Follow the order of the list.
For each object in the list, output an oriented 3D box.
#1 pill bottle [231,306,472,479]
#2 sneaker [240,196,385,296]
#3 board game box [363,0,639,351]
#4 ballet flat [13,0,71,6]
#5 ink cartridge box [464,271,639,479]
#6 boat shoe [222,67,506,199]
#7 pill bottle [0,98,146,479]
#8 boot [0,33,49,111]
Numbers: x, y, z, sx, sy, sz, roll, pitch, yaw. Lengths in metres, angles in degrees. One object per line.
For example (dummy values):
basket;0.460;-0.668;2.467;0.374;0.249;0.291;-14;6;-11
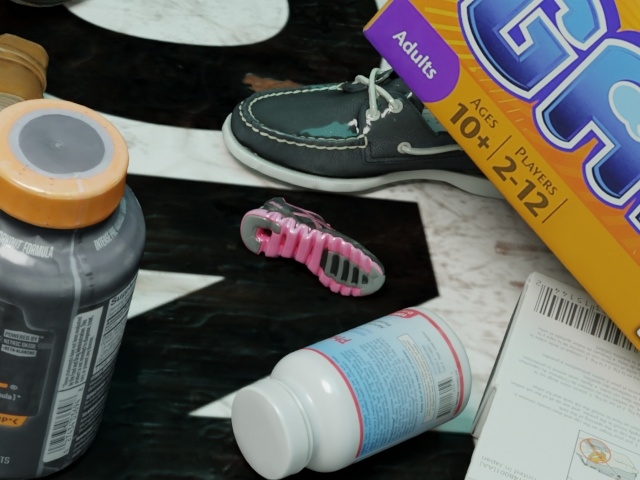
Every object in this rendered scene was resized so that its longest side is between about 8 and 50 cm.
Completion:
pill bottle;0.021;0.108;1.214;0.160;0.087;0.087;-19;54;-35
sneaker;0.000;0.000;1.358;0.119;0.047;0.057;27;31;7
board game box;0.329;-0.165;1.297;0.356;0.356;0.356;50;31;9
ballet flat;-0.208;-0.288;1.558;0.106;0.108;0.316;18;32;29
ink cartridge box;0.252;0.172;1.247;0.296;0.066;0.261;22;41;4
boat shoe;0.071;-0.103;1.452;0.302;0.091;0.114;0;45;-21
pill bottle;-0.183;0.029;1.103;0.130;0.246;0.130;10;42;-9
boot;-0.311;-0.120;1.356;0.197;0.073;0.152;15;35;-6
